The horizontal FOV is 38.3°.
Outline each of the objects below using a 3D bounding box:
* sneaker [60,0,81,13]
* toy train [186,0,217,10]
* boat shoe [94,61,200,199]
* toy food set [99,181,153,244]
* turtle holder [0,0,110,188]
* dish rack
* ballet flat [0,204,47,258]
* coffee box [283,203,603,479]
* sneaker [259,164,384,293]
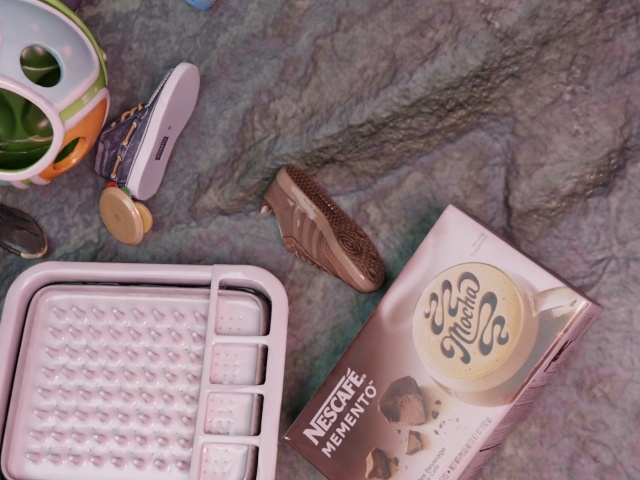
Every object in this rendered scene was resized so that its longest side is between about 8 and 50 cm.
[{"bbox_3d":[-0.350,-0.453,1.227,0.128,0.126,0.320,-18,76,25],"label":"sneaker"},{"bbox_3d":[-0.160,-0.420,1.159,0.143,0.105,0.248,-42,68,28],"label":"toy train"},{"bbox_3d":[-0.222,-0.148,1.159,0.083,0.065,0.183,27,96,21],"label":"boat shoe"},{"bbox_3d":[-0.248,-0.033,1.162,0.082,0.020,0.083,49,139,8],"label":"toy food set"},{"bbox_3d":[-0.398,-0.203,1.098,0.243,0.320,0.227,-28,35,3],"label":"turtle holder"},{"bbox_3d":[-0.204,0.168,1.044,0.333,0.072,0.285,2,70,6],"label":"dish rack"},{"bbox_3d":[-0.435,-0.017,1.258,0.173,0.049,0.057,26,51,24],"label":"ballet flat"},{"bbox_3d":[0.123,0.135,0.935,0.168,0.119,0.297,39,99,23],"label":"coffee box"},{"bbox_3d":[0.000,0.000,1.051,0.071,0.066,0.188,-52,60,28],"label":"sneaker"}]
